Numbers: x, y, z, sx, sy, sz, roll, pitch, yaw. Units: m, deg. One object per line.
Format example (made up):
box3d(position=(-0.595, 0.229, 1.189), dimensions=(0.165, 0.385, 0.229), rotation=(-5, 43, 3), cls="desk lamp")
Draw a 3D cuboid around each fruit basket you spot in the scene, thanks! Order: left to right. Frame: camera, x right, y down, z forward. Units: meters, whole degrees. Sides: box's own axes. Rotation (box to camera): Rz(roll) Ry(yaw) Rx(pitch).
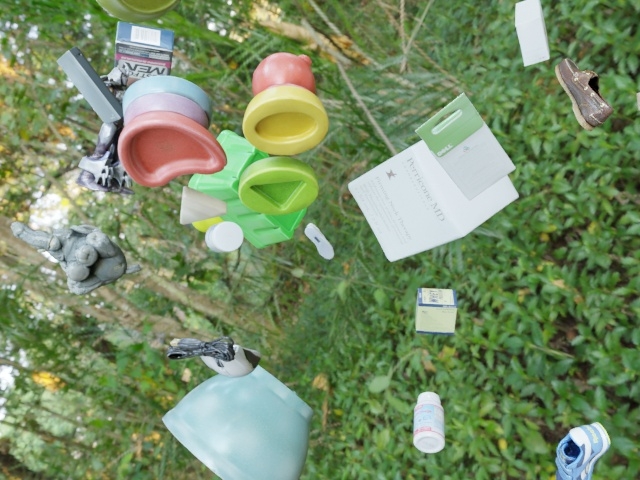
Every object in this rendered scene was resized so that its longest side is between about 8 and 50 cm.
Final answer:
box3d(position=(-0.268, -0.146, 1.945), dimensions=(0.282, 0.392, 0.392), rotation=(-61, 6, -18), cls="fruit basket")

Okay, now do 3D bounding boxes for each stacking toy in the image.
box3d(position=(-0.139, -0.160, 0.935), dimensions=(0.279, 0.309, 0.130), rotation=(79, -175, -60), cls="stacking toy")

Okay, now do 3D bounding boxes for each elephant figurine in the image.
box3d(position=(-0.610, 0.020, 1.489), dimensions=(0.169, 0.239, 0.186), rotation=(-44, -39, -29), cls="elephant figurine")

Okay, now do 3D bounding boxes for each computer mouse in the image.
box3d(position=(-0.141, 0.177, 0.882), dimensions=(0.193, 0.106, 0.042), rotation=(46, -138, -65), cls="computer mouse")

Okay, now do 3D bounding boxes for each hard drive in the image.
box3d(position=(-0.402, -0.270, 1.050), dimensions=(0.022, 0.135, 0.094), rotation=(-45, 26, -23), cls="hard drive")

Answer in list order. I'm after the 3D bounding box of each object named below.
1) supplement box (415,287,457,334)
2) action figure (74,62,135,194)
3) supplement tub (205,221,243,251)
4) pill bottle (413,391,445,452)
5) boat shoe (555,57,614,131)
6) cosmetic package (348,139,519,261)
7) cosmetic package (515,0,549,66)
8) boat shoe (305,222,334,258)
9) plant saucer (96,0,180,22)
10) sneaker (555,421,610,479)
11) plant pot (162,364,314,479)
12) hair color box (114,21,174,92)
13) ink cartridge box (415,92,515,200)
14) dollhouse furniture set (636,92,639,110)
box3d(position=(0.250, 0.154, 1.294), dimensions=(0.056, 0.083, 0.083), rotation=(-78, -12, -58), cls="supplement box")
box3d(position=(-0.451, -0.248, 1.312), dimensions=(0.185, 0.099, 0.284), rotation=(-19, -60, -78), cls="action figure")
box3d(position=(-0.225, -0.007, 1.388), dimensions=(0.107, 0.071, 0.071), rotation=(-8, 61, 68), cls="supplement tub")
box3d(position=(0.312, 0.519, 1.714), dimensions=(0.160, 0.087, 0.087), rotation=(-77, 11, -53), cls="pill bottle")
box3d(position=(0.594, -0.340, 1.334), dimensions=(0.073, 0.073, 0.206), rotation=(-49, 42, 45), cls="boat shoe")
box3d(position=(0.377, -0.172, 2.043), dimensions=(0.327, 0.329, 0.394), rotation=(-31, 2, -32), cls="cosmetic package")
box3d(position=(0.503, -0.502, 1.417), dimensions=(0.061, 0.098, 0.239), rotation=(-13, 27, 25), cls="cosmetic package")
box3d(position=(0.000, 0.000, 1.428), dimensions=(0.035, 0.100, 0.035), rotation=(-34, 18, 24), cls="boat shoe")
box3d(position=(-0.336, -0.536, 1.152), dimensions=(0.241, 0.037, 0.241), rotation=(-33, -35, -28), cls="plant saucer")
box3d(position=(0.387, 0.337, 0.917), dimensions=(0.053, 0.059, 0.144), rotation=(-121, 34, -55), cls="sneaker")
box3d(position=(-0.135, 0.364, 1.182), dimensions=(0.196, 0.293, 0.293), rotation=(-51, 4, -15), cls="plant pot")
box3d(position=(-0.585, -0.531, 1.958), dimensions=(0.347, 0.174, 0.105), rotation=(118, 152, -52), cls="hair color box")
box3d(position=(0.266, -0.182, 1.122), dimensions=(0.109, 0.209, 0.062), rotation=(-36, 35, 16), cls="ink cartridge box")
box3d(position=(0.771, -0.320, 1.241), dimensions=(0.262, 0.135, 0.259), rotation=(-151, 50, -76), cls="dollhouse furniture set")
